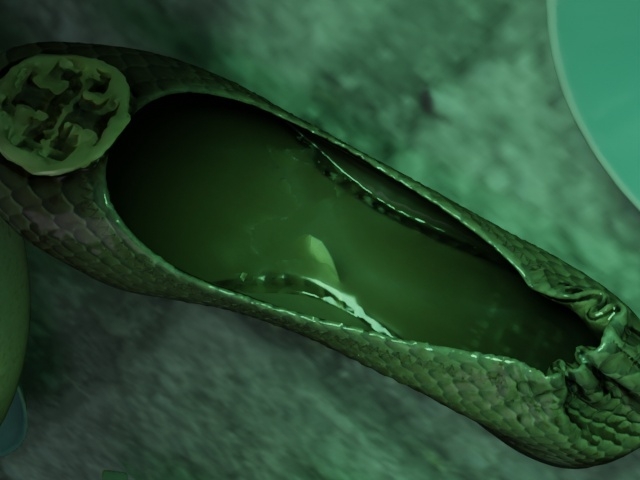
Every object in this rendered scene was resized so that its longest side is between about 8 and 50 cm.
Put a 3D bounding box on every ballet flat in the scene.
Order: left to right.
[{"bbox_3d":[0.000,0.000,0.461,0.250,0.084,0.058,28,161,1],"label":"ballet flat"}]

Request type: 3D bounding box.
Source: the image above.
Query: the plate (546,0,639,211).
[{"bbox_3d":[0.145,-0.043,0.346,0.188,0.024,0.188,22,143,18],"label":"plate"}]

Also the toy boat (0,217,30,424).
[{"bbox_3d":[-0.265,0.004,0.572,0.318,0.148,0.267,-8,114,32],"label":"toy boat"}]

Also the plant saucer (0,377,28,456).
[{"bbox_3d":[-0.216,0.031,0.716,0.195,0.037,0.195,22,144,17],"label":"plant saucer"}]

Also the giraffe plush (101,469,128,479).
[{"bbox_3d":[-0.026,0.202,0.692,0.170,0.181,0.210,-17,87,37],"label":"giraffe plush"}]
